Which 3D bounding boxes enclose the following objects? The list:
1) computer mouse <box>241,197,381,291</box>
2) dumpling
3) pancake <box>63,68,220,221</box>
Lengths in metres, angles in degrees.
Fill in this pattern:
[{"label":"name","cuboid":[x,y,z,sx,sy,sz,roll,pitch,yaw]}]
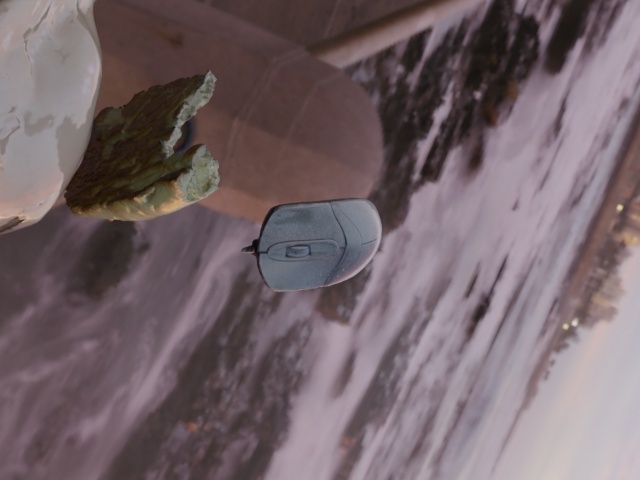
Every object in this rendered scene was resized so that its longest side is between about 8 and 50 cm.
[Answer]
[{"label":"computer mouse","cuboid":[0.005,0.001,1.279,0.229,0.068,0.113,-12,110,-43]},{"label":"dumpling","cuboid":[-0.310,-0.142,0.992,0.315,0.233,0.395,-50,-170,-36]},{"label":"pancake","cuboid":[-0.175,-0.097,1.053,0.197,0.054,0.376,-43,-152,1]}]
